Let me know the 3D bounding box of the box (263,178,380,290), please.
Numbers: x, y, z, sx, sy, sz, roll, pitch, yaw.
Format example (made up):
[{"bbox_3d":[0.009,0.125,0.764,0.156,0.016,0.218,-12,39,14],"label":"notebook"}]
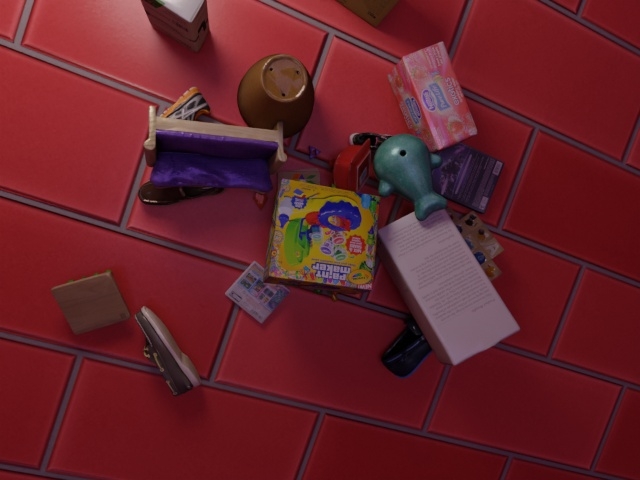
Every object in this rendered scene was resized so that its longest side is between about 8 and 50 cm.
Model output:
[{"bbox_3d":[0.000,0.000,1.189,0.291,0.177,0.278,8,77,-12],"label":"box"}]

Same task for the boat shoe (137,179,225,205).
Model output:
[{"bbox_3d":[-0.410,-0.160,1.195,0.258,0.095,0.095,-14,99,-9],"label":"boat shoe"}]

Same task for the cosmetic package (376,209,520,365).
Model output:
[{"bbox_3d":[0.373,0.131,1.271,0.230,0.161,0.452,-26,77,-7],"label":"cosmetic package"}]

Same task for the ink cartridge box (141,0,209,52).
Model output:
[{"bbox_3d":[-0.387,-0.617,1.090,0.153,0.208,0.086,29,87,-14],"label":"ink cartridge box"}]

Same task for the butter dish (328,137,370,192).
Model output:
[{"bbox_3d":[0.082,-0.228,1.268,0.119,0.159,0.160,18,50,20],"label":"butter dish"}]

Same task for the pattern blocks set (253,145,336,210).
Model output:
[{"bbox_3d":[-0.068,-0.143,1.301,0.286,0.026,0.324,7,95,-12],"label":"pattern blocks set"}]

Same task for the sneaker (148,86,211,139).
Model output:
[{"bbox_3d":[-0.412,-0.347,1.182,0.215,0.084,0.083,-46,109,-4],"label":"sneaker"}]

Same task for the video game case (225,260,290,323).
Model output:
[{"bbox_3d":[-0.202,0.168,1.315,0.157,0.019,0.143,42,87,-12],"label":"video game case"}]

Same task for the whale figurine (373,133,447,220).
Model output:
[{"bbox_3d":[0.272,-0.197,1.217,0.217,0.141,0.271,-28,76,3],"label":"whale figurine"}]

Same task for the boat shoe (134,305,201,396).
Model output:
[{"bbox_3d":[-0.480,0.341,1.234,0.091,0.109,0.304,-31,105,-11],"label":"boat shoe"}]

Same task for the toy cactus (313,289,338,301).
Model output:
[{"bbox_3d":[0.020,0.089,1.318,0.219,0.112,0.180,26,81,-5],"label":"toy cactus"}]

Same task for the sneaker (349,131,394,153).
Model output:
[{"bbox_3d":[0.186,-0.311,1.307,0.179,0.077,0.071,-1,98,-12],"label":"sneaker"}]

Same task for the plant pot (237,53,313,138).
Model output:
[{"bbox_3d":[-0.116,-0.420,1.144,0.238,0.254,0.236,-1,98,-10],"label":"plant pot"}]

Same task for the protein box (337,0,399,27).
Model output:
[{"bbox_3d":[0.145,-0.770,1.180,0.200,0.201,0.135,28,90,-13],"label":"protein box"}]

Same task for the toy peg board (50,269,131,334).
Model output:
[{"bbox_3d":[-0.667,0.171,1.203,0.162,0.079,0.160,-16,115,-9],"label":"toy peg board"}]

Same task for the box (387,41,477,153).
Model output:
[{"bbox_3d":[0.347,-0.430,1.273,0.142,0.154,0.299,-24,95,-8],"label":"box"}]

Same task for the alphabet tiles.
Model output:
[{"bbox_3d":[0.436,0.058,1.377,0.343,0.011,0.285,-33,77,-6],"label":"alphabet tiles"}]

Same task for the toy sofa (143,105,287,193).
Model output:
[{"bbox_3d":[-0.284,-0.237,1.112,0.364,0.150,0.176,1,82,-21],"label":"toy sofa"}]

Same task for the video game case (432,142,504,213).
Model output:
[{"bbox_3d":[0.485,-0.230,1.404,0.275,0.026,0.195,21,92,-12],"label":"video game case"}]

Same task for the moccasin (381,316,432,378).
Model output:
[{"bbox_3d":[0.338,0.314,1.380,0.117,0.138,0.341,35,88,-14],"label":"moccasin"}]
